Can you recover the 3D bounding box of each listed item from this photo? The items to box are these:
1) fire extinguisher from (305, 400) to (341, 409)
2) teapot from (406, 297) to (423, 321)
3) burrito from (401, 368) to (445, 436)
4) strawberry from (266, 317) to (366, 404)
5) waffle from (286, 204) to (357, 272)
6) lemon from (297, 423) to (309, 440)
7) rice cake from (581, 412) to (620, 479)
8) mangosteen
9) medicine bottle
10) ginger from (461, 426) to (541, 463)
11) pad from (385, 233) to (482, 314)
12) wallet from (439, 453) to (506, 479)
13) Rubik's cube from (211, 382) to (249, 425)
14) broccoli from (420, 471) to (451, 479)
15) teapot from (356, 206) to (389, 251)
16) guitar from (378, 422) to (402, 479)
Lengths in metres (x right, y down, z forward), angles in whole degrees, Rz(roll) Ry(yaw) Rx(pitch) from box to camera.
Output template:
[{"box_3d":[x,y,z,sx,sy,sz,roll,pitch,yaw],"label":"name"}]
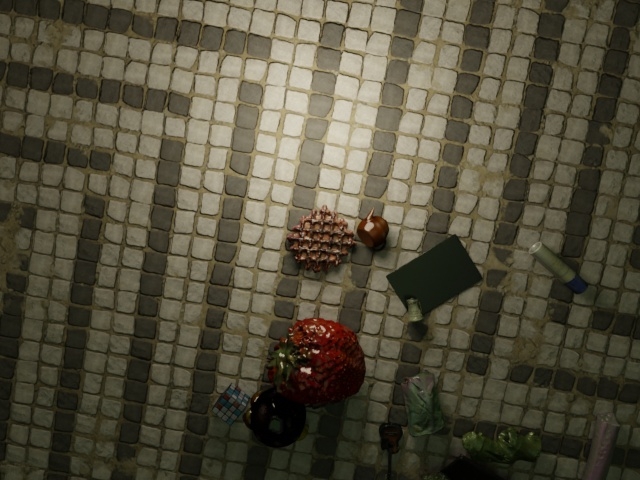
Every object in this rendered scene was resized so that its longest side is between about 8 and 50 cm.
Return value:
[{"box_3d":[0.008,0.600,1.623,0.132,0.056,0.039,-17,68,-1],"label":"fire extinguisher"},{"box_3d":[0.343,0.250,1.587,0.067,0.057,0.083,-13,92,-36],"label":"teapot"},{"box_3d":[0.376,0.600,1.603,0.144,0.089,0.228,-14,96,-1],"label":"burrito"},{"box_3d":[0.013,0.436,1.515,0.351,0.267,0.312,32,106,-22],"label":"strawberry"},{"box_3d":[0.000,0.000,1.573,0.234,0.055,0.221,-41,92,-1],"label":"waffle"},{"box_3d":[-0.079,0.713,1.627,0.083,0.062,0.062,-32,94,5],"label":"lemon"},{"box_3d":[1.043,0.824,1.630,0.073,0.056,0.364,12,95,-2],"label":"rice cake"},{"box_3d":[-0.176,0.630,1.563,0.250,0.211,0.211,-11,95,30],"label":"mangosteen"},{"box_3d":[0.857,0.100,1.569,0.231,0.059,0.059,41,94,-3],"label":"medicine bottle"},{"box_3d":[0.672,0.760,1.616,0.290,0.089,0.137,-6,113,6],"label":"ginger"},{"box_3d":[0.419,0.136,1.604,0.300,0.005,0.202,-33,94,3],"label":"pad"},{"box_3d":[0.600,0.909,1.633,0.285,0.030,0.146,31,116,-3],"label":"wallet"},{"box_3d":[-0.330,0.602,1.604,0.092,0.092,0.092,39,94,-3],"label":"Rubik's cube"},{"box_3d":[0.435,0.925,1.604,0.146,0.162,0.137,18,80,25],"label":"broccoli"},{"box_3d":[0.197,-0.036,1.548,0.116,0.116,0.173,-24,121,2],"label":"teapot"},{"box_3d":[0.263,0.805,1.650,0.088,0.025,0.233,1,96,0],"label":"guitar"}]
